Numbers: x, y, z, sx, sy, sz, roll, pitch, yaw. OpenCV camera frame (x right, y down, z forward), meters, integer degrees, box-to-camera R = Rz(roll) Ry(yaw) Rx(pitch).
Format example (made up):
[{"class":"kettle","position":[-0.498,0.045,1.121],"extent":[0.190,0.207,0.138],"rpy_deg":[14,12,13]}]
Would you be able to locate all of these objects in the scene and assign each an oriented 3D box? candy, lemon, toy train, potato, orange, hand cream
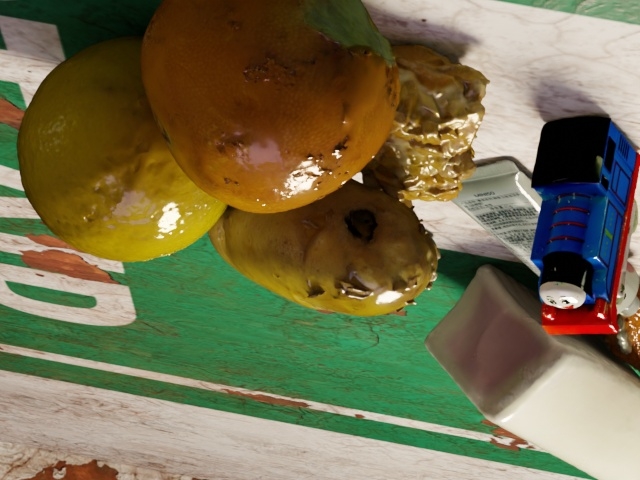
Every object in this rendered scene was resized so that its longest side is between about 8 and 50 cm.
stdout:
[{"class":"candy","position":[0.316,0.190,2.242],"extent":[0.358,0.145,0.208],"rpy_deg":[31,-169,-44]},{"class":"lemon","position":[-0.194,-0.093,1.768],"extent":[0.236,0.236,0.263],"rpy_deg":[16,-177,-11]},{"class":"toy train","position":[0.268,-0.014,1.766],"extent":[0.082,0.204,0.131],"rpy_deg":[-3,151,33]},{"class":"potato","position":[0.000,0.000,1.780],"extent":[0.173,0.140,0.300],"rpy_deg":[26,174,-36]},{"class":"orange","position":[-0.044,-0.144,1.540],"extent":[0.240,0.240,0.240],"rpy_deg":[10,160,4]},{"class":"hand cream","position":[0.272,-0.001,2.020],"extent":[0.124,0.078,0.340],"rpy_deg":[-8,144,44]}]

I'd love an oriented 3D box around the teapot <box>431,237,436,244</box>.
[{"class":"teapot","position":[0.098,0.012,2.144],"extent":[0.083,0.049,0.063],"rpy_deg":[-2,156,33]}]

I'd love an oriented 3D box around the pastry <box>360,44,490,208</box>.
[{"class":"pastry","position":[0.086,-0.107,1.752],"extent":[0.154,0.102,0.250],"rpy_deg":[4,158,-2]}]

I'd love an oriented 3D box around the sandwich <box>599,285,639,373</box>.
[{"class":"sandwich","position":[0.431,0.132,2.202],"extent":[0.160,0.109,0.185],"rpy_deg":[6,159,8]}]
